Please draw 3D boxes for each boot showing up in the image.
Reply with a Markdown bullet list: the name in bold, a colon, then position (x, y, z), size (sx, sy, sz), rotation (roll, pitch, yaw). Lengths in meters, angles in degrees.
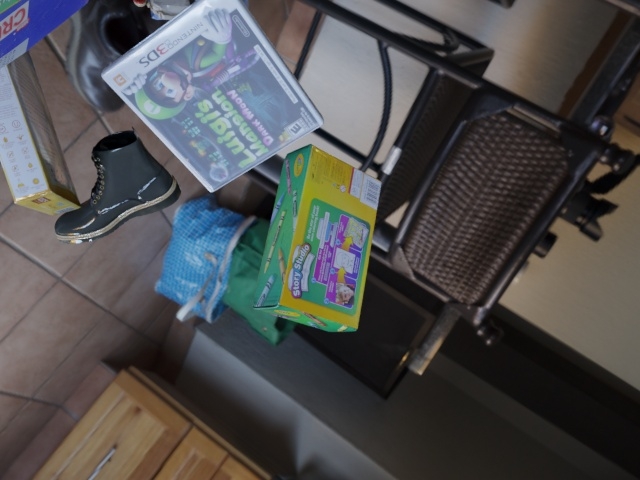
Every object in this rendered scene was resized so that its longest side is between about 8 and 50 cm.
- **boot**: position (-0.326, -0.084, 0.812), size (0.198, 0.077, 0.137), rotation (-27, 142, -4)

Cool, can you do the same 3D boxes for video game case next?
- **video game case**: position (-0.117, -0.163, 0.634), size (0.173, 0.190, 0.022), rotation (-28, -143, 16)

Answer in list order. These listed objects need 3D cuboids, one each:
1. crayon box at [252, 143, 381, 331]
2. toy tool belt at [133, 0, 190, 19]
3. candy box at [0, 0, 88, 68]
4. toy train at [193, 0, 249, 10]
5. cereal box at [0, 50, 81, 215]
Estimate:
- **crayon box**: position (0.000, 0.000, 0.934), size (0.081, 0.165, 0.278), rotation (-11, -118, 52)
- **toy tool belt**: position (-0.240, -0.356, 0.841), size (0.051, 0.083, 0.052), rotation (150, -65, -77)
- **candy box**: position (-0.327, -0.216, 0.299), size (0.122, 0.317, 0.268), rotation (-34, -157, 47)
- **toy train**: position (-0.177, -0.435, 1.024), size (0.080, 0.184, 0.105), rotation (-31, 133, 20)
- **cereal box**: position (-0.372, -0.156, 0.687), size (0.047, 0.240, 0.173), rotation (-19, -179, -12)
